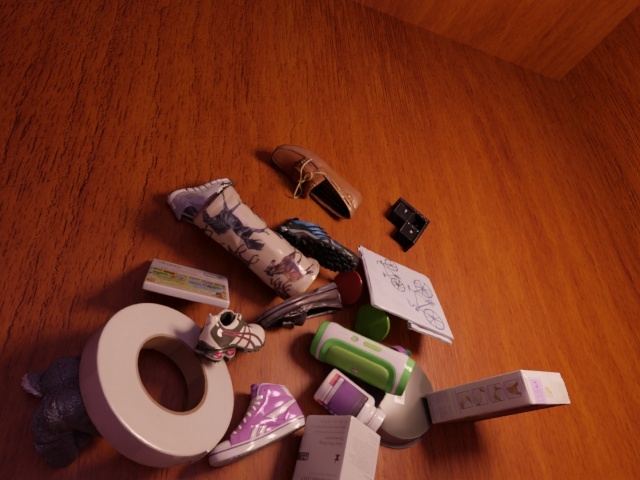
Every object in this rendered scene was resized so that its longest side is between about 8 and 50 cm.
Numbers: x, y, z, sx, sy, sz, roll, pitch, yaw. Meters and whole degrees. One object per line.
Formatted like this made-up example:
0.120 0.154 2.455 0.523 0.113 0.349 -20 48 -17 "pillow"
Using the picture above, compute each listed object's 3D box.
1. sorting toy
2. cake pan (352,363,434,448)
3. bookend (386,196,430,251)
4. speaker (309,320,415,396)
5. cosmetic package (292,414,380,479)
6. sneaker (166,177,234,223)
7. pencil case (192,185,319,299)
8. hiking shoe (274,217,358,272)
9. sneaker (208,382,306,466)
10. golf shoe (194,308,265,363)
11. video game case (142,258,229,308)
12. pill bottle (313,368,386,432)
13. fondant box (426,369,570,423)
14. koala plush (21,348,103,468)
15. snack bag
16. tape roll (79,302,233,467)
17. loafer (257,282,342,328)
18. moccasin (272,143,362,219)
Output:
0.186 0.249 1.529 0.126 0.127 0.365 5 45 -51 "sorting toy"
0.238 0.489 1.441 0.293 0.054 0.293 12 56 -19 "cake pan"
0.327 -0.064 1.823 0.157 0.072 0.156 41 51 3 "bookend"
0.122 0.349 1.372 0.297 0.131 0.131 22 50 15 "speaker"
0.044 0.572 1.197 0.151 0.151 0.183 47 43 -33 "cosmetic package"
-0.372 -0.115 1.508 0.229 0.086 0.132 -20 75 -24 "sneaker"
-0.197 0.005 1.423 0.410 0.183 0.160 41 92 -8 "pencil case"
0.000 0.000 1.555 0.304 0.113 0.132 25 43 13 "hiking shoe"
-0.186 0.473 1.218 0.282 0.102 0.161 -10 61 -43 "sneaker"
-0.225 0.247 1.252 0.105 0.273 0.120 10 93 21 "golf shoe"
-0.373 0.119 1.302 0.227 0.026 0.206 17 10 -17 "video game case"
0.086 0.468 1.320 0.193 0.108 0.108 35 50 14 "pill bottle"
0.524 0.474 1.383 0.238 0.330 0.096 16 54 -38 "fondant box"
-0.568 0.350 1.052 0.196 0.203 0.221 -24 49 -18 "koala plush"
0.280 0.180 1.576 0.343 0.037 0.323 25 30 -21 "snack bag"
-0.371 0.332 1.097 0.392 0.072 0.392 45 20 -22 "tape roll"
-0.050 0.219 1.438 0.303 0.109 0.095 -19 75 -37 "loafer"
-0.023 -0.213 1.713 0.380 0.139 0.147 42 42 -9 "moccasin"
